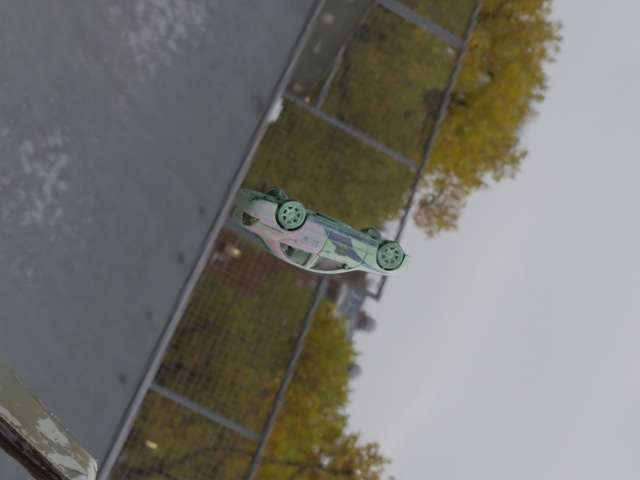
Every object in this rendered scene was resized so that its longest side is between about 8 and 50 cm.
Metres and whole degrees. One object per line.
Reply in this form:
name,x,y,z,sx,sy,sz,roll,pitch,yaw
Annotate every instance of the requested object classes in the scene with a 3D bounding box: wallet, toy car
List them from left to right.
wallet,-0.429,0.243,1.467,0.068,0.335,0.275,-47,-179,-2
toy car,0.000,0.000,1.294,0.076,0.224,0.090,-67,-160,4
